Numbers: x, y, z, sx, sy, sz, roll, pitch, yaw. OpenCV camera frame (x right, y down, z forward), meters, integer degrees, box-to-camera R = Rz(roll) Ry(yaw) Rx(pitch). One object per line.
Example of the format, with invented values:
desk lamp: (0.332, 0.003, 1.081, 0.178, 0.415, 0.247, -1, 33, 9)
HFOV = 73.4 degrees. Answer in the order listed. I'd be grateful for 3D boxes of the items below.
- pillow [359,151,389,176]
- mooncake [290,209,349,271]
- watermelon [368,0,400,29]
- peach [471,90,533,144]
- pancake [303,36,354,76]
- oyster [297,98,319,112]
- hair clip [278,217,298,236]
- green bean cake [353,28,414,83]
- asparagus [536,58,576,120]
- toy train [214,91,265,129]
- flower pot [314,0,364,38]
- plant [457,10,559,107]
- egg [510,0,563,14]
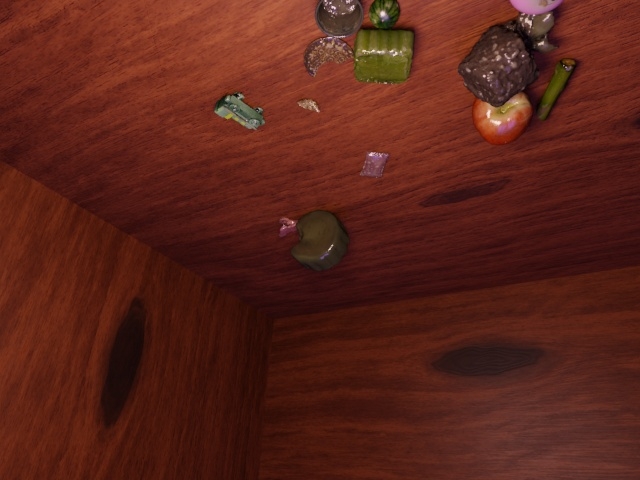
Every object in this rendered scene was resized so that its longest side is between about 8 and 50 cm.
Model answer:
pillow: (0.265, -0.369, 2.116, 0.118, 0.043, 0.185, 7, 150, -2)
mooncake: (0.000, 0.000, 2.481, 0.351, 0.351, 0.187, -13, 146, 26)
watermelon: (0.214, -0.752, 1.434, 0.106, 0.062, 0.105, 2, 145, 1)
peach: (0.718, -0.496, 1.698, 0.232, 0.232, 0.257, -8, -179, 18)
pancake: (0.031, -0.684, 1.610, 0.191, 0.020, 0.184, 6, 149, -3)
oyster: (-0.048, -0.564, 1.781, 0.083, 0.080, 0.038, -13, 144, -48)
hair clip: (-0.185, -0.075, 2.605, 0.138, 0.102, 0.123, 11, 152, -15)
green bean cake: (0.221, -0.648, 1.518, 0.214, 0.113, 0.200, 3, 169, 7)
asparagus: (0.910, -0.584, 1.677, 0.067, 0.060, 0.277, -15, 151, -8)
toy train: (-0.338, -0.545, 1.832, 0.132, 0.083, 0.200, -11, 149, 42)
flower pot: (0.063, -0.759, 1.392, 0.157, 0.106, 0.157, 3, 153, 1)
plant: (0.651, -0.637, 1.472, 0.312, 0.213, 0.215, -49, 132, 10)
egg: (0.633, -0.787, 1.216, 0.196, 0.196, 0.271, -8, 137, 18)
